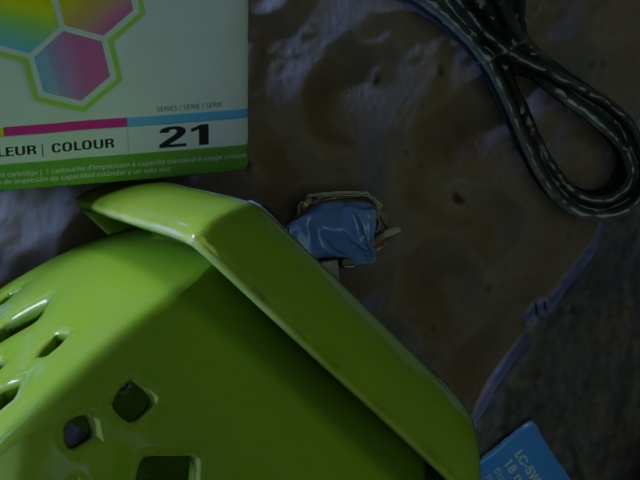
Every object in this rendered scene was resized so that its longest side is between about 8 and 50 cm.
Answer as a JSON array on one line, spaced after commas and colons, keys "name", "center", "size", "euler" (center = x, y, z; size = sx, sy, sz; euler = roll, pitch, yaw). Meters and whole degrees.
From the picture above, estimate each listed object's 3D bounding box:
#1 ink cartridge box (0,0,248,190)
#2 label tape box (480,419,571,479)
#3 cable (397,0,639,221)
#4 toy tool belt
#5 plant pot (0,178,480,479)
[{"name": "ink cartridge box", "center": [-0.133, -0.159, 0.685], "size": [0.189, 0.097, 0.255], "euler": [-6, 123, -12]}, {"name": "label tape box", "center": [0.067, 0.301, 0.820], "size": [0.334, 0.106, 0.240], "euler": [-36, 102, -7]}, {"name": "cable", "center": [0.094, -0.128, 0.801], "size": [0.140, 0.072, 0.287], "euler": [-23, 100, -4]}, {"name": "toy tool belt", "center": [0.000, 0.000, 0.803], "size": [0.083, 0.051, 0.052], "euler": [-12, 98, -11]}, {"name": "plant pot", "center": [-0.070, 0.101, 0.703], "size": [0.227, 0.228, 0.207], "euler": [44, 77, -22]}]
